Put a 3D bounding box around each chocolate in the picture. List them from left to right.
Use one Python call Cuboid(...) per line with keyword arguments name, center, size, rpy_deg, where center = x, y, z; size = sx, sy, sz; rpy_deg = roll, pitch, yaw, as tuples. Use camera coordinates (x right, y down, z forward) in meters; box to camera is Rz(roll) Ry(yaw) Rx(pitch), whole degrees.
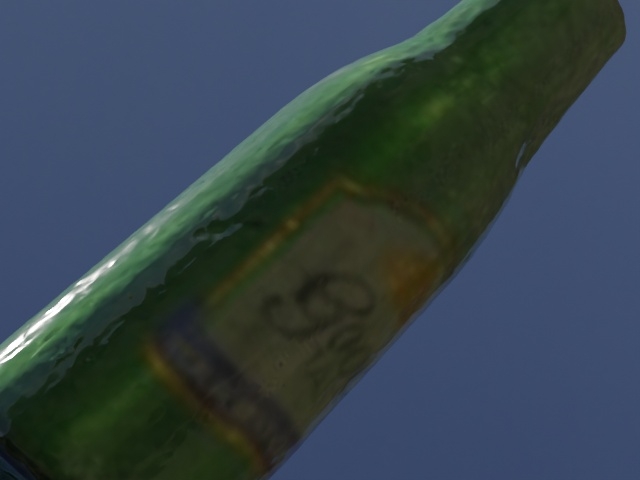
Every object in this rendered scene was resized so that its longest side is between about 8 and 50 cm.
Cuboid(name="chocolate", center=(0.000, 0.000, 0.677), size=(0.291, 0.110, 0.110), rpy_deg=(-44, -57, -19))
